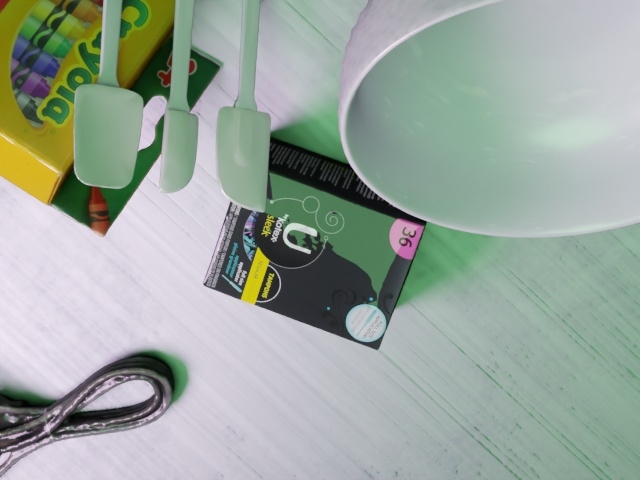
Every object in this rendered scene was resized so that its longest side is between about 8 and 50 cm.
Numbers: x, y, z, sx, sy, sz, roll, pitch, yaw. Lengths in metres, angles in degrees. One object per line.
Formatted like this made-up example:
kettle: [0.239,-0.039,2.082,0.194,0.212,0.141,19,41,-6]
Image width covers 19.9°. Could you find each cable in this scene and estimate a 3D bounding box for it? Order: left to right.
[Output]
cable: [-0.273,0.180,1.669,0.287,0.072,0.139,-4,112,10]

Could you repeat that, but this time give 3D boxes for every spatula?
spatula: [-0.115,-0.150,1.473,0.168,0.019,0.242,7,75,-20]

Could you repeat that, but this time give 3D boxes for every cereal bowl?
cereal bowl: [0.181,-0.144,1.412,0.339,0.141,0.339,-1,148,0]

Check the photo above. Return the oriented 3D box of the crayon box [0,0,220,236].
crayon box: [-0.254,-0.173,1.493,0.319,0.081,0.202,32,65,-3]

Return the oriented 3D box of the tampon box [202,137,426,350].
tampon box: [0.000,0.000,1.553,0.161,0.101,0.120,19,109,2]
